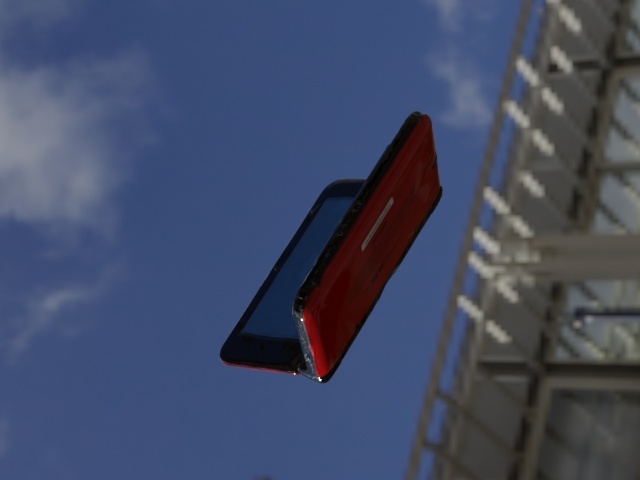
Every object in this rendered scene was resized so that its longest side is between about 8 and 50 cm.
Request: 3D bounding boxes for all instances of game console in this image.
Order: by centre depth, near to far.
[{"bbox_3d":[0.000,0.000,1.053,0.144,0.085,0.124,-58,-23,-24],"label":"game console"}]
